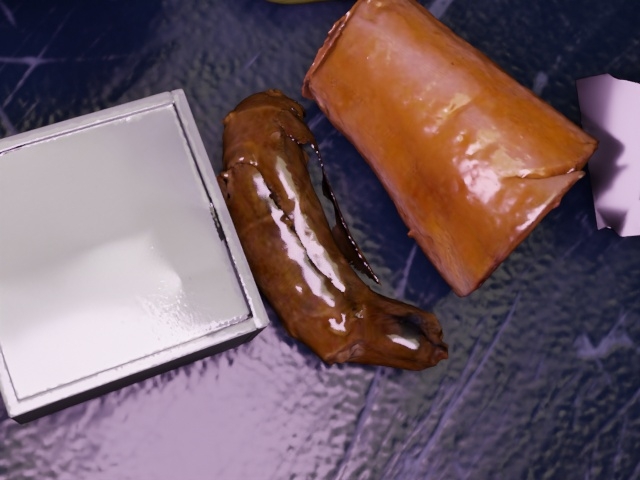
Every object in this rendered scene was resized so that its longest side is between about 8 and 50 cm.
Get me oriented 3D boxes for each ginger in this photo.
[{"bbox_3d":[-0.012,0.000,0.933,0.133,0.107,0.309,-21,81,-39],"label":"ginger"}]

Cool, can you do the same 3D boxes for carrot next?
[{"bbox_3d":[0.104,-0.099,0.928,0.254,0.196,0.196,43,77,7],"label":"carrot"}]

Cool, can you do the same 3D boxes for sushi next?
[{"bbox_3d":[0.358,-0.093,0.973,0.172,0.150,0.153,-8,92,26],"label":"sushi"}]

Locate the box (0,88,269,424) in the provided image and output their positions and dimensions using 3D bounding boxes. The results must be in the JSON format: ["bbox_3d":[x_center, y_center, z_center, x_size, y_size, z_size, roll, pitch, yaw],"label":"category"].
[{"bbox_3d":[-0.195,0.015,0.890,0.225,0.117,0.225,-19,81,-15],"label":"box"}]

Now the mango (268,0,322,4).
[{"bbox_3d":[0.006,-0.304,1.002,0.237,0.091,0.137,-4,85,-14],"label":"mango"}]
